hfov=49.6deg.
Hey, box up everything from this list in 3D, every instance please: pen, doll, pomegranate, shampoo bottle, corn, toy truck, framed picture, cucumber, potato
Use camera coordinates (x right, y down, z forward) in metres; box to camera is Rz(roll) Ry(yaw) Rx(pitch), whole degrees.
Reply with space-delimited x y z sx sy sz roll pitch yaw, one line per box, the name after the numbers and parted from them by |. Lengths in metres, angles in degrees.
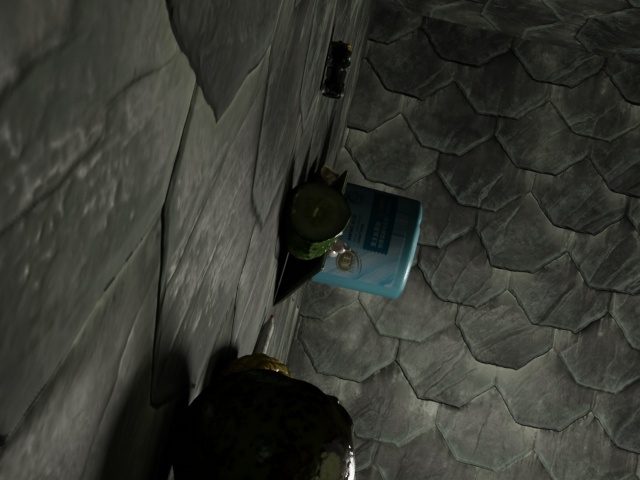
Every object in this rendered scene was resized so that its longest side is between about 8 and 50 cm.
-0.126 0.229 1.453 0.218 0.026 0.026 -75 177 -53 | pen
0.000 0.000 1.873 0.160 0.161 0.059 170 -61 -72 | doll
-0.066 0.267 0.723 0.277 0.203 0.222 -78 162 -55 | pomegranate
0.120 -0.006 2.195 0.331 0.342 0.331 14 90 -89 | shampoo bottle
-0.098 0.227 1.069 0.318 0.115 0.115 95 9 -79 | corn
0.036 -0.376 1.525 0.063 0.052 0.123 -91 -168 -73 | toy truck
-0.019 -0.002 1.643 0.232 0.019 0.296 -40 -152 49 | framed picture
-0.020 -0.017 1.447 0.244 0.134 0.134 108 -4 -66 | cucumber
-0.007 -0.129 1.871 0.120 0.100 0.261 -38 -155 13 | potato
